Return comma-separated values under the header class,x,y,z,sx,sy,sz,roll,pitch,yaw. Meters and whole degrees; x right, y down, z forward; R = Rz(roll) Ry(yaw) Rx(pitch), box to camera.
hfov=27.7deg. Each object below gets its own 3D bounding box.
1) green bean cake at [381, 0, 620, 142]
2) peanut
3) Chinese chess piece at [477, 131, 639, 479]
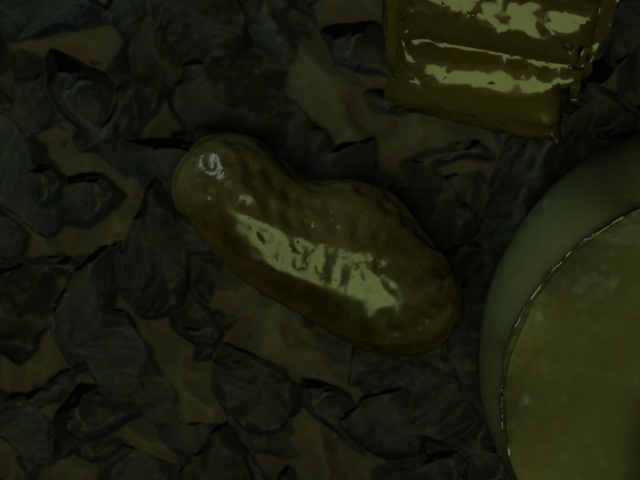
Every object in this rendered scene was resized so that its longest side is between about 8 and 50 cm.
class,x,y,z,sx,sy,sz,roll,pitch,yaw
green bean cake,0.111,-0.188,0.740,0.131,0.224,0.229,13,116,5
peanut,0.000,0.000,0.905,0.226,0.095,0.108,29,98,2
Chinese chess piece,0.273,0.084,0.864,0.338,0.140,0.338,4,114,9
